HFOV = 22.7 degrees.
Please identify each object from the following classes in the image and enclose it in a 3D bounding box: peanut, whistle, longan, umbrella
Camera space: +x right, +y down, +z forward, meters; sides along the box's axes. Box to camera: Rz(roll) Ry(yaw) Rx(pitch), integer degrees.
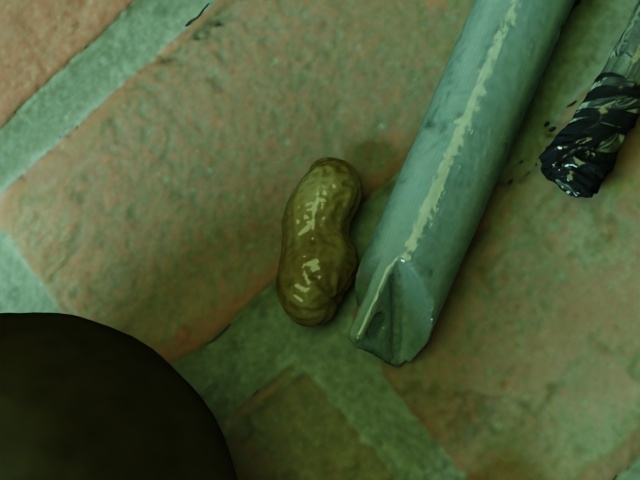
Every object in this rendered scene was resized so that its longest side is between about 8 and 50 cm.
[{"bbox_3d":[0.000,0.000,1.027,0.054,0.054,0.113,3,76,20],"label":"peanut"},{"bbox_3d":[0.094,-0.070,1.006,0.062,0.062,0.312,21,83,23],"label":"whistle"},{"bbox_3d":[-0.184,0.211,0.911,0.288,0.288,0.350,8,76,21],"label":"longan"},{"bbox_3d":[0.201,-0.109,0.990,0.050,0.046,0.188,30,81,20],"label":"umbrella"}]
